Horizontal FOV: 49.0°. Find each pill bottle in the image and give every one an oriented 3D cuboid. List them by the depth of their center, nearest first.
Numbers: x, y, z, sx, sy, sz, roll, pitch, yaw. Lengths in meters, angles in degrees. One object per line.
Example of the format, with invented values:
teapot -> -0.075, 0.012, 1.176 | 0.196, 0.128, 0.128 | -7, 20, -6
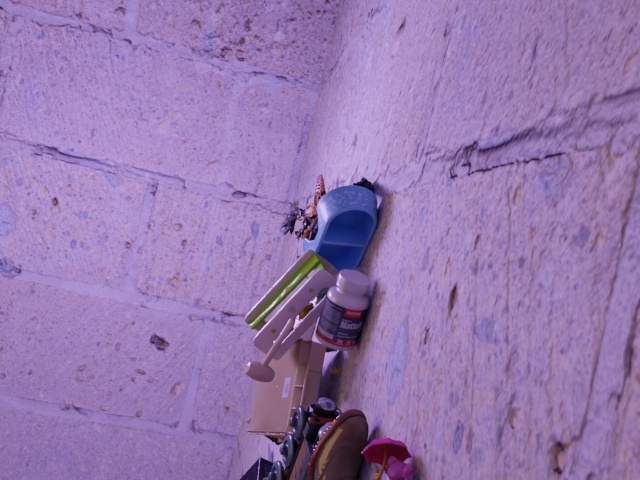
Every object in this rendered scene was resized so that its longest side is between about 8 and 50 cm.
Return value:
pill bottle -> 0.060, 0.169, 1.725 | 0.108, 0.108, 0.180 | -101, 25, -68

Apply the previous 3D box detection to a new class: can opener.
can opener -> 0.118, -0.138, 1.922 | 0.073, 0.059, 0.186 | 61, -172, -1

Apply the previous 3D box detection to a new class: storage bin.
storage bin -> -0.071, 0.415, 1.930 | 0.260, 0.123, 0.262 | -20, 54, 54

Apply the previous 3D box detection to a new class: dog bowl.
dog bowl -> 0.056, -0.014, 1.878 | 0.074, 0.166, 0.297 | -102, 25, -44

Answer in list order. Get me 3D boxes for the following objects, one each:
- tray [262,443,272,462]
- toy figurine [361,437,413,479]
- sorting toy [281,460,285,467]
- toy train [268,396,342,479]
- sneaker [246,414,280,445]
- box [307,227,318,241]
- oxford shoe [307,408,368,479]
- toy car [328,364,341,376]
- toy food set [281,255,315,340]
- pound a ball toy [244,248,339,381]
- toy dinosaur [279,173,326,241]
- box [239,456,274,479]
tray -> -0.198, 0.874, 2.518 | 0.270, 0.030, 0.145 | -97, 21, -65
toy figurine -> 0.106, 0.410, 1.164 | 0.173, 0.130, 0.159 | 7, 74, 59
sorting toy -> -0.112, 0.713, 2.209 | 0.083, 0.045, 0.075 | -159, 90, -81
toy train -> -0.019, 0.535, 1.643 | 0.190, 0.142, 0.333 | -117, 42, -58
sneaker -> -0.074, 0.499, 2.135 | 0.296, 0.147, 0.104 | -45, -5, 6
box -> 0.000, 0.000, 2.403 | 0.052, 0.083, 0.062 | -101, 26, -69
oxford shoe -> 0.042, 0.519, 1.431 | 0.130, 0.123, 0.348 | 28, 105, 53
toy car -> 0.047, 0.297, 1.828 | 0.060, 0.041, 0.122 | -165, 89, -81
toy food set -> -0.054, 0.207, 2.486 | 0.306, 0.093, 0.219 | -122, 47, -66
pound a ball toy -> -0.064, 0.209, 1.810 | 0.319, 0.136, 0.208 | -48, 29, 8
toy dinosaur -> -0.014, -0.075, 2.556 | 0.218, 0.164, 0.321 | -25, 33, 60
box -> -0.161, 0.779, 1.966 | 0.165, 0.143, 0.270 | -52, 19, 25
